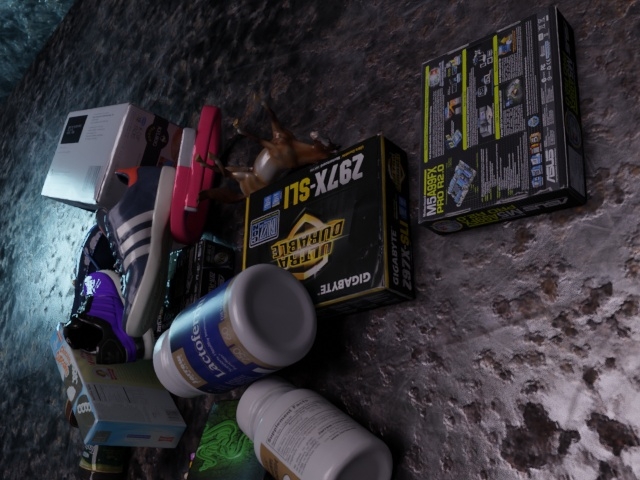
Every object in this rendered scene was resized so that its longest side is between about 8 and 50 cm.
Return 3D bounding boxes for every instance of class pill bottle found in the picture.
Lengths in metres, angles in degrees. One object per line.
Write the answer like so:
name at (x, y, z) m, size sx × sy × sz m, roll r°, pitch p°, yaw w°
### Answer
pill bottle at (-0.019, 0.288, 0.863) m, size 0.229 × 0.131 × 0.131 m, roll 24°, pitch 91°, yaw 48°
pill bottle at (-0.142, 0.152, 0.941) m, size 0.264 × 0.153 × 0.153 m, roll -32°, pitch 52°, yaw 40°

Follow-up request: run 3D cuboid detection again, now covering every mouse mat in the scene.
mouse mat at (-0.143, 0.335, 1.020) m, size 0.189 × 0.007 × 0.153 m, roll -18°, pitch 42°, yaw 37°

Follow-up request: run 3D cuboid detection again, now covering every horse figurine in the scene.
horse figurine at (-0.117, -0.146, 1.121) m, size 0.263 × 0.174 × 0.066 m, roll -41°, pitch 34°, yaw 25°

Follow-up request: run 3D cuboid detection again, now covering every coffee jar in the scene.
coffee jar at (-0.454, 0.426, 1.289) m, size 0.096 × 0.079 × 0.185 m, roll -7°, pitch 69°, yaw 44°

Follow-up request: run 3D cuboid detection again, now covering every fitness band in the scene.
fitness band at (-0.251, -0.134, 1.248) m, size 0.209 × 0.054 × 0.291 m, roll 155°, pitch 125°, yaw -88°

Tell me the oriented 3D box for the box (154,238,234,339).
box at (-0.253, 0.106, 1.219) m, size 0.147 × 0.077 × 0.180 m, roll -21°, pitch 59°, yaw 39°

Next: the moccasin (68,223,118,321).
moccasin at (-0.521, 0.131, 1.468) m, size 0.116 × 0.137 × 0.342 m, roll 17°, pitch 100°, yaw 44°

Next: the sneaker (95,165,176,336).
sneaker at (-0.372, 0.013, 1.184) m, size 0.131 × 0.148 × 0.350 m, roll 106°, pitch 169°, yaw -65°

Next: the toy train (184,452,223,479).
toy train at (-0.196, 0.439, 1.047) m, size 0.166 × 0.046 × 0.125 m, roll -4°, pitch 72°, yaw 48°

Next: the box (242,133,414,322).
box at (0.000, 0.000, 1.008) m, size 0.321 × 0.079 × 0.257 m, roll -19°, pitch 59°, yaw 40°

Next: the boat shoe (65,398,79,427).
boat shoe at (-0.521, 0.347, 1.395) m, size 0.073 × 0.073 × 0.207 m, roll 35°, pitch 100°, yaw 49°

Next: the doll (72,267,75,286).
doll at (-0.601, 0.057, 1.620) m, size 0.189 × 0.046 × 0.129 m, roll -31°, pitch 54°, yaw 34°

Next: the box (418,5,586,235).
box at (0.242, -0.159, 0.840) m, size 0.216 × 0.060 × 0.270 m, roll -15°, pitch 63°, yaw 42°

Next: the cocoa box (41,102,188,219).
cocoa box at (-0.460, -0.167, 1.435) m, size 0.347 × 0.227 × 0.232 m, roll 8°, pitch 80°, yaw 47°

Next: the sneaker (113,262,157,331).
sneaker at (-0.417, 0.088, 1.366) m, size 0.105 × 0.115 × 0.281 m, roll -41°, pitch 48°, yaw 26°

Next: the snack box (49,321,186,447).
snack box at (-0.418, 0.287, 1.230) m, size 0.322 × 0.187 × 0.060 m, roll 41°, pitch 105°, yaw 47°

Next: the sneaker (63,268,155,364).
sneaker at (-0.464, 0.156, 1.253) m, size 0.293 × 0.146 × 0.102 m, roll 36°, pitch 127°, yaw 43°
